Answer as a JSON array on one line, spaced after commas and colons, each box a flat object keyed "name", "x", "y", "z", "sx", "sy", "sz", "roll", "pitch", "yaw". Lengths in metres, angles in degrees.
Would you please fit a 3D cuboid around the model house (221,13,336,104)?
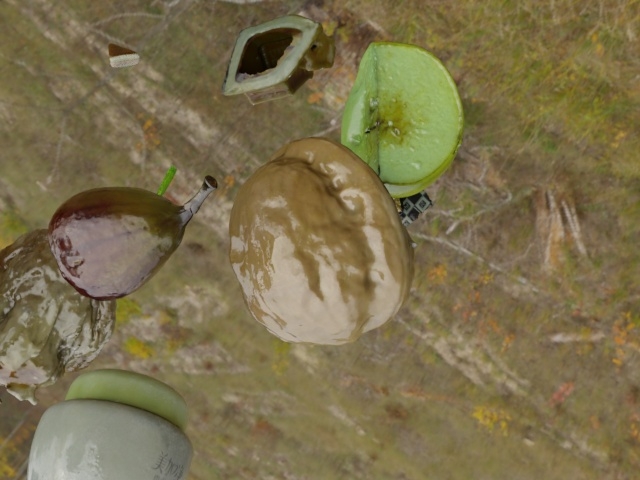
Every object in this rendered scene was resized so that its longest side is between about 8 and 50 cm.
[{"name": "model house", "x": -0.082, "y": -0.436, "z": 1.752, "sx": 0.268, "sy": 0.173, "sz": 0.239, "roll": -6, "pitch": 171, "yaw": 21}]

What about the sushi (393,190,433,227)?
[{"name": "sushi", "x": 0.176, "y": -0.117, "z": 1.725, "sx": 0.031, "sy": 0.139, "sz": 0.201, "roll": 20, "pitch": -149, "yaw": -50}]

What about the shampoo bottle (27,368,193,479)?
[{"name": "shampoo bottle", "x": -0.431, "y": 0.449, "z": 1.433, "sx": 0.322, "sy": 0.317, "sz": 0.322, "roll": 9, "pitch": 145, "yaw": 7}]

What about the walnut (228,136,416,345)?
[{"name": "walnut", "x": 0.000, "y": 0.014, "z": 1.305, "sx": 0.383, "sy": 0.383, "sz": 0.383, "roll": 28, "pitch": 152, "yaw": 16}]

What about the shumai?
[{"name": "shumai", "x": -0.515, "y": 0.130, "z": 1.171, "sx": 0.267, "sy": 0.262, "sz": 0.314, "roll": 41, "pitch": 116, "yaw": 6}]

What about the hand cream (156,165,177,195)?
[{"name": "hand cream", "x": -0.439, "y": -0.157, "z": 1.962, "sx": 0.023, "sy": 0.122, "sz": 0.036, "roll": 37, "pitch": 146, "yaw": -24}]

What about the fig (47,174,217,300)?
[{"name": "fig", "x": -0.265, "y": -0.023, "z": 1.034, "sx": 0.274, "sy": 0.145, "sz": 0.170, "roll": -25, "pitch": 94, "yaw": 14}]

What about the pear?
[{"name": "pear", "x": 0.175, "y": -0.248, "z": 1.614, "sx": 0.238, "sy": 0.342, "sz": 0.318, "roll": 2, "pitch": 171, "yaw": -13}]

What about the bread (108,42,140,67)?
[{"name": "bread", "x": -0.551, "y": -0.499, "z": 1.901, "sx": 0.109, "sy": 0.062, "sz": 0.043, "roll": 21, "pitch": 142, "yaw": 21}]
